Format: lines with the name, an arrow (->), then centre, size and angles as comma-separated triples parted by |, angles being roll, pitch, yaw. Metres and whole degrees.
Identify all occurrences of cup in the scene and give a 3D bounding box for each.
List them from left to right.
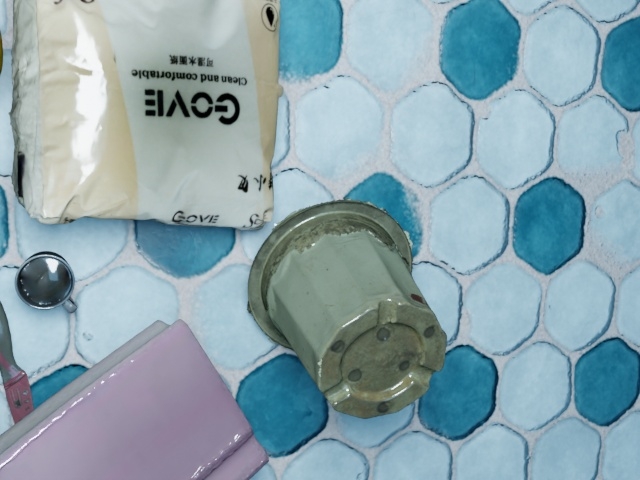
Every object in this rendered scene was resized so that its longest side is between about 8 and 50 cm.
cup -> -0.385, 0.062, 1.057 | 0.078, 0.077, 0.100 | -39, 107, -11

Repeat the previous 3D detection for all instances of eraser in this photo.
eraser -> -0.284, 0.320, 1.049 | 0.359, 0.122, 0.272 | -36, 107, -31

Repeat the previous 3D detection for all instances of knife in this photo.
knife -> -0.451, 0.196, 1.086 | 0.036, 0.018, 0.247 | -14, 104, -20

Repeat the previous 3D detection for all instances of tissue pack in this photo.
tissue pack -> -0.233, -0.196, 1.025 | 0.376, 0.195, 0.389 | -6, 99, -32

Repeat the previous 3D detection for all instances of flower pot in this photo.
flower pot -> 0.054, 0.108, 1.089 | 0.291, 0.259, 0.290 | -8, 117, -16

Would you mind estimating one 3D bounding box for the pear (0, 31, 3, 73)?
pear -> -0.517, -0.246, 0.865 | 0.281, 0.281, 0.280 | -3, 98, -19
